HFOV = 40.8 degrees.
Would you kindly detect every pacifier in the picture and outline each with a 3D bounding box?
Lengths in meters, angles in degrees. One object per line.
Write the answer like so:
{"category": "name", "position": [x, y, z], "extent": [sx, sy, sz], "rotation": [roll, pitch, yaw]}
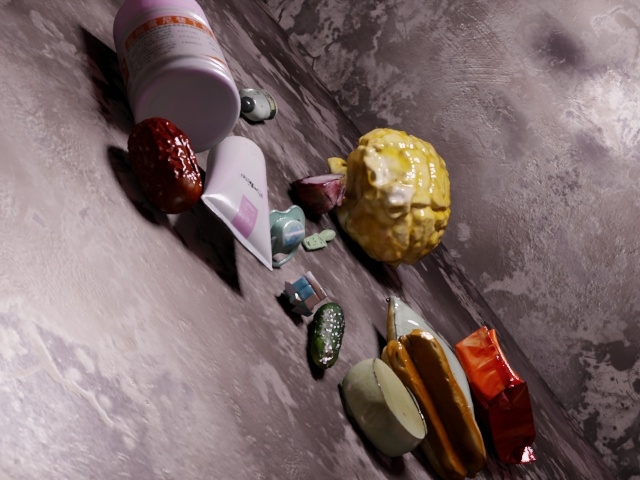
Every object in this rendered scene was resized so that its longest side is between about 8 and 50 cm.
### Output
{"category": "pacifier", "position": [-0.098, -0.015, 1.739], "extent": [0.116, 0.127, 0.150], "rotation": [18, 27, 32]}

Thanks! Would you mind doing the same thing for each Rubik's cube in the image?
{"category": "Rubik's cube", "position": [-0.034, 0.107, 1.659], "extent": [0.075, 0.073, 0.084], "rotation": [50, -12, 19]}

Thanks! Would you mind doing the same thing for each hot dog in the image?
{"category": "hot dog", "position": [0.233, 0.344, 1.749], "extent": [0.337, 0.135, 0.100], "rotation": [63, -17, -4]}

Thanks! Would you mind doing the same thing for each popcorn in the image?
{"category": "popcorn", "position": [0.215, -0.120, 2.425], "extent": [0.390, 0.354, 0.344], "rotation": [41, -1, -34]}

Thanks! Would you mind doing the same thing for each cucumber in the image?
{"category": "cucumber", "position": [0.012, 0.181, 1.633], "extent": [0.069, 0.069, 0.227], "rotation": [48, 19, -15]}

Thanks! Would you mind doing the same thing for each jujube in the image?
{"category": "jujube", "position": [-0.259, -0.126, 1.446], "extent": [0.112, 0.109, 0.176], "rotation": [-6, 54, -32]}

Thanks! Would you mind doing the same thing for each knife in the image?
{"category": "knife", "position": [0.002, -0.001, 2.127], "extent": [0.043, 0.020, 0.293], "rotation": [55, 15, 5]}

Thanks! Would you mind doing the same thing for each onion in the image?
{"category": "onion", "position": [-0.004, -0.119, 2.249], "extent": [0.206, 0.151, 0.098], "rotation": [-27, 112, -65]}

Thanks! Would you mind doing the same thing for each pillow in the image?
{"category": "pillow", "position": [0.248, 0.302, 1.950], "extent": [0.312, 0.119, 0.310], "rotation": [50, 14, -16]}

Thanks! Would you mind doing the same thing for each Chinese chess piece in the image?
{"category": "Chinese chess piece", "position": [0.117, 0.312, 1.611], "extent": [0.188, 0.083, 0.188], "rotation": [51, 13, -17]}

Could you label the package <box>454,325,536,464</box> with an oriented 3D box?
{"category": "package", "position": [0.448, 0.403, 2.162], "extent": [0.423, 0.123, 0.196], "rotation": [66, 2, -48]}

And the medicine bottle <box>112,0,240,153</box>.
{"category": "medicine bottle", "position": [-0.287, -0.335, 1.676], "extent": [0.202, 0.202, 0.316], "rotation": [38, 19, -44]}

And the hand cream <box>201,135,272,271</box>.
{"category": "hand cream", "position": [-0.157, -0.088, 1.621], "extent": [0.185, 0.118, 0.359], "rotation": [50, 12, -25]}

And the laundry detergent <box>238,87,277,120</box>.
{"category": "laundry detergent", "position": [-0.183, -0.373, 2.358], "extent": [0.099, 0.070, 0.225], "rotation": [60, 15, -2]}
